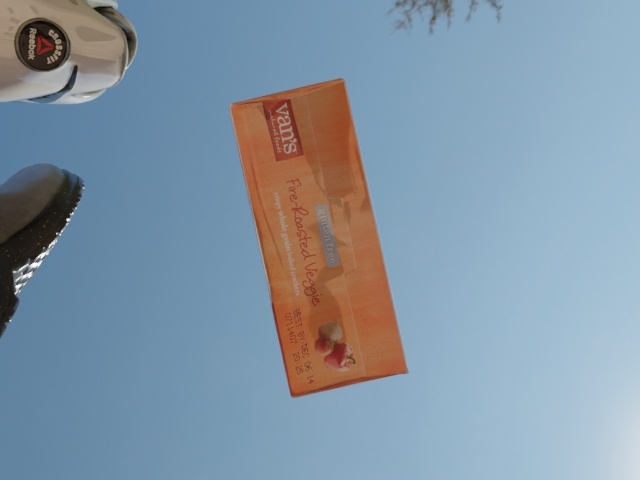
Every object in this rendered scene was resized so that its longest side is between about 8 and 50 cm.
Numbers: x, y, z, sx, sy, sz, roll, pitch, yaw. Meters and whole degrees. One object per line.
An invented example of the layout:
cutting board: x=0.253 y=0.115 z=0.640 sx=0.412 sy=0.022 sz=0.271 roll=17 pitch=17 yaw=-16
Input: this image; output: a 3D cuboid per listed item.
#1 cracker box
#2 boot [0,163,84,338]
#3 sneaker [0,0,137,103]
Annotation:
cracker box: x=0.000 y=0.000 z=0.455 sx=0.067 sy=0.232 sz=0.156 roll=-12 pitch=-91 yaw=0
boot: x=-0.301 y=-0.023 z=0.458 sx=0.222 sy=0.338 sz=0.118 roll=34 pitch=-76 yaw=-20
sneaker: x=-0.237 y=-0.171 z=0.574 sx=0.146 sy=0.330 sz=0.123 roll=4 pitch=-68 yaw=-27
